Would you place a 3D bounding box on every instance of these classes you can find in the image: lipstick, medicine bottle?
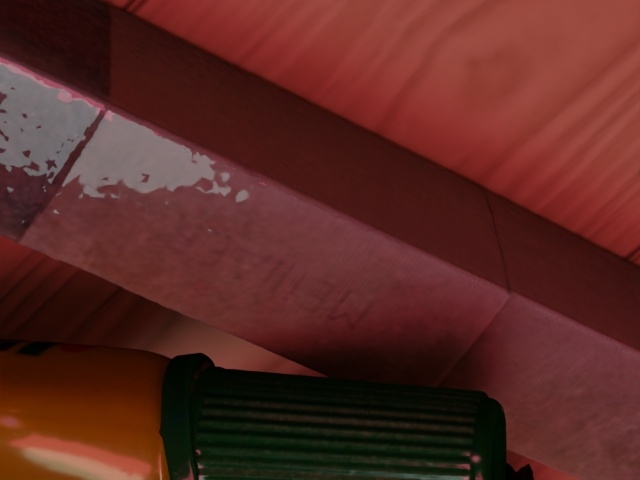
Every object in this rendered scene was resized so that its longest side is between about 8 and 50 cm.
[{"bbox_3d":[0.000,0.000,0.806,0.371,0.079,0.076,25,119,-23],"label":"lipstick"},{"bbox_3d":[-0.079,0.081,0.799,0.309,0.076,0.111,4,169,14],"label":"medicine bottle"}]

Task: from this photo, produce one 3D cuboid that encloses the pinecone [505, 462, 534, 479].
[{"bbox_3d":[0.032,0.152,0.882,0.174,0.173,0.173,-3,126,-5],"label":"pinecone"}]
